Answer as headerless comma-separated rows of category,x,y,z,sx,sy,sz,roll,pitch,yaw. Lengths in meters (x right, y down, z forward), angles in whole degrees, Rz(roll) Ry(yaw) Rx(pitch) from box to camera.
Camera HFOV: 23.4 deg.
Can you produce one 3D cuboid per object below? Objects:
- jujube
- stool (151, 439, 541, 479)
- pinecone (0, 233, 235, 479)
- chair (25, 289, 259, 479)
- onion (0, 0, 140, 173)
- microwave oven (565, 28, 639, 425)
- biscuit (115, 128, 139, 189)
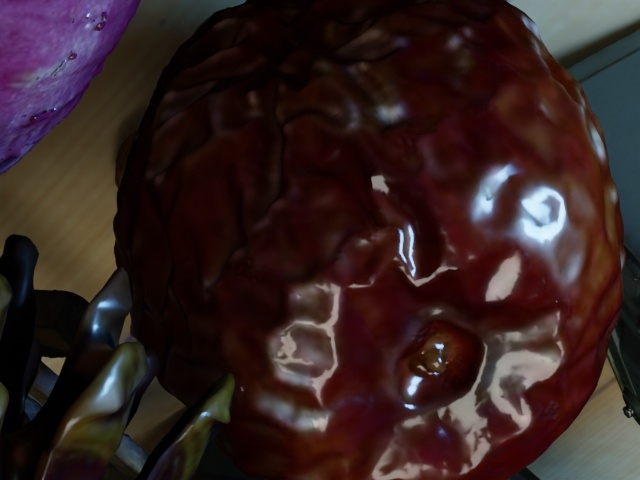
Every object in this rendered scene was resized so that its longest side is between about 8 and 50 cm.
jujube,0.016,-0.010,0.654,0.213,0.232,0.213,-6,118,-12
stool,0.052,0.253,0.887,0.297,0.297,0.330,-33,120,19
pinecone,-0.141,0.100,0.502,0.264,0.264,0.264,-4,129,-5
chair,-0.249,0.148,0.834,0.203,0.416,0.240,46,67,-35
onion,-0.162,-0.118,0.574,0.272,0.256,0.230,31,107,6
microwave oven,0.215,0.032,0.771,0.145,0.194,0.240,-27,128,1
biscuit,0.000,0.000,0.824,0.192,0.036,0.186,-12,130,2
